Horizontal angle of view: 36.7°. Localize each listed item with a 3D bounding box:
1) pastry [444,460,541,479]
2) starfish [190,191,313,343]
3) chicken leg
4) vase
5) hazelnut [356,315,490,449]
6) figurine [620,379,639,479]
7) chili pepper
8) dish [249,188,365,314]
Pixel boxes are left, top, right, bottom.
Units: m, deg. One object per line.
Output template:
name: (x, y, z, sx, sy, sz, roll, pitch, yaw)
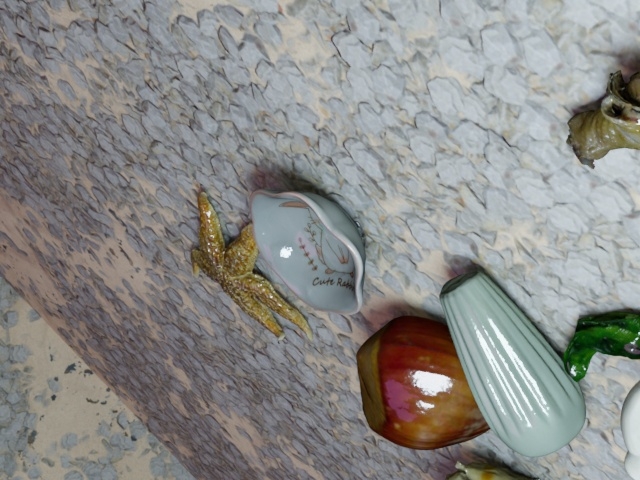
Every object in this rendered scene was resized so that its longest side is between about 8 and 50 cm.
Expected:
pastry: (0.295, 0.447, 1.508, 0.256, 0.170, 0.237, 21, 164, 22)
starfish: (-0.143, 0.051, 1.665, 0.299, 0.060, 0.302, 30, 147, 31)
chicken leg: (0.296, -0.109, 0.884, 0.196, 0.080, 0.125, 6, 145, 50)
vase: (0.240, 0.153, 1.244, 0.248, 0.128, 0.128, 58, 149, -7)
hazelnut: (0.157, 0.207, 1.386, 0.212, 0.181, 0.181, 97, 151, -53)
figurine: (0.414, 0.176, 1.035, 0.127, 0.235, 0.155, 34, 110, 27)
chili pepper: (0.342, 0.122, 1.142, 0.073, 0.050, 0.182, 43, 154, -9)
dish: (0.000, 0.000, 1.399, 0.229, 0.081, 0.229, 34, 147, 26)
